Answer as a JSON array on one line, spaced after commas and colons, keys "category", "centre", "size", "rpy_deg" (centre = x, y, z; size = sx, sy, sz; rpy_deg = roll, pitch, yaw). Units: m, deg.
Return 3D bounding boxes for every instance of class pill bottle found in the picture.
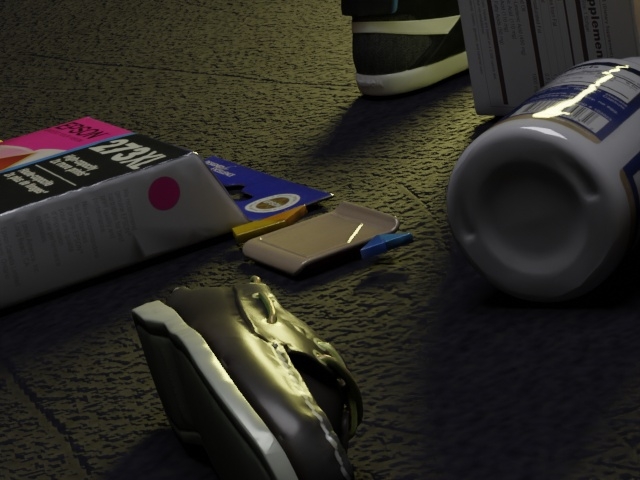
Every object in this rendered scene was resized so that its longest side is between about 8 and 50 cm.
[{"category": "pill bottle", "centre": [0.140, -0.040, 0.933], "size": [0.094, 0.094, 0.169], "rpy_deg": [0, 20, 30]}]

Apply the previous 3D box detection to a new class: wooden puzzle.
[{"category": "wooden puzzle", "centre": [0.000, 0.000, 1.027], "size": [0.078, 0.014, 0.116], "rpy_deg": [-22, 20, -18]}]

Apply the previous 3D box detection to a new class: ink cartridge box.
[{"category": "ink cartridge box", "centre": [-0.195, -0.011, 1.100], "size": [0.371, 0.069, 0.176], "rpy_deg": [-17, 18, -25]}]

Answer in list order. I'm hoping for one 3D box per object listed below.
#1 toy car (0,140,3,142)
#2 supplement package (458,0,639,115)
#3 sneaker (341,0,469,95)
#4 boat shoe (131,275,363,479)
[{"category": "toy car", "centre": [-0.346, -0.104, 1.292], "size": [0.239, 0.225, 0.053], "rpy_deg": [13, 68, 50]}, {"category": "supplement package", "centre": [0.225, -0.216, 1.239], "size": [0.145, 0.204, 0.262], "rpy_deg": [6, 24, 44]}, {"category": "sneaker", "centre": [0.107, -0.197, 1.387], "size": [0.079, 0.121, 0.217], "rpy_deg": [9, 26, 44]}, {"category": "boat shoe", "centre": [-0.022, 0.060, 0.741], "size": [0.068, 0.081, 0.228], "rpy_deg": [-19, 17, -13]}]
